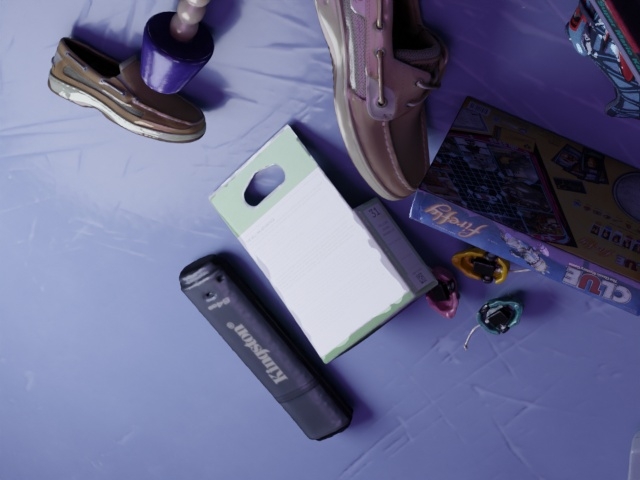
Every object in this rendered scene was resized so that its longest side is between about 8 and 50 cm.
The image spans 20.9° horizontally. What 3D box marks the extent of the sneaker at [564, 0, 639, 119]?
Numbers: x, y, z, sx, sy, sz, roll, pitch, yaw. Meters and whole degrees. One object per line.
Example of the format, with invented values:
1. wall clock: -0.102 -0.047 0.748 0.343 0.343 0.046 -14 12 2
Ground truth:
1. sneaker: 0.274 -0.210 1.594 0.125 0.104 0.262 -3 125 31

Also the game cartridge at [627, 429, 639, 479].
1. game cartridge: 0.493 0.301 1.951 0.297 0.062 0.198 11 127 17

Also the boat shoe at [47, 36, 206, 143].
1. boat shoe: -0.209 -0.167 1.891 0.190 0.068 0.072 21 122 9

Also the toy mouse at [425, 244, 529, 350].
1. toy mouse: 0.169 0.060 1.918 0.161 0.031 0.143 12 131 17

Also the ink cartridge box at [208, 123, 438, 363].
1. ink cartridge box: 0.000 0.000 1.936 0.171 0.056 0.235 -40 82 42

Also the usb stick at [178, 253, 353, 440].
1. usb stick: -0.063 0.131 2.079 0.077 0.045 0.278 -23 114 38

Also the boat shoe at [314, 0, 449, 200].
1. boat shoe: 0.072 -0.172 1.723 0.098 0.109 0.302 1 122 27

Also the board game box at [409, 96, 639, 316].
1. board game box: 0.226 -0.037 1.718 0.243 0.165 0.042 24 134 6

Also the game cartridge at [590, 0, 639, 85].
1. game cartridge: 0.375 -0.193 1.505 0.230 0.068 0.355 -38 112 -4

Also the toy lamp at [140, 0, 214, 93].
1. toy lamp: -0.118 -0.257 1.761 0.080 0.080 0.274 31 134 -1
